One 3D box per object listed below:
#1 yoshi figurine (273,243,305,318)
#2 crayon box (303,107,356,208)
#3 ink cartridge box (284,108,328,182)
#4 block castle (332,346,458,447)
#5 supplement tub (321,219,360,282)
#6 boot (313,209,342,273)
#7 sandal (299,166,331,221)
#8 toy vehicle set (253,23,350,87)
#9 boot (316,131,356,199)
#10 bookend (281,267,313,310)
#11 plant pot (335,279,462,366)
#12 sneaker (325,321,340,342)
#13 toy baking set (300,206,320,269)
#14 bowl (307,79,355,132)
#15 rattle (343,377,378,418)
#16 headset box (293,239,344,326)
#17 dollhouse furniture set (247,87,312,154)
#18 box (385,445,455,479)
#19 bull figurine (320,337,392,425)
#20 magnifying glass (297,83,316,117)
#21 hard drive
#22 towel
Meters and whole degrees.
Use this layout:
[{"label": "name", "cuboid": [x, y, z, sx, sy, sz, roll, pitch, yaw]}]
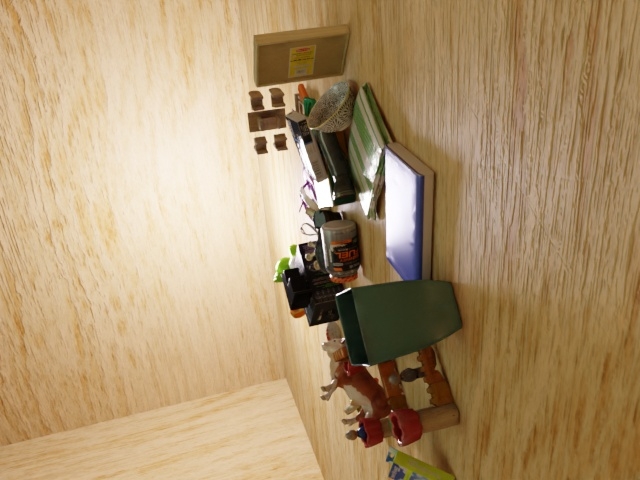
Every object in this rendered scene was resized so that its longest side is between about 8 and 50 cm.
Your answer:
[{"label": "yoshi figurine", "cuboid": [-0.105, 0.195, 2.729, 0.203, 0.203, 0.362, 86, 170, -56]}, {"label": "crayon box", "cuboid": [0.026, -0.272, 1.981, 0.203, 0.083, 0.322, -175, 74, -77]}, {"label": "ink cartridge box", "cuboid": [-0.051, -0.303, 1.913, 0.208, 0.045, 0.206, -128, 16, -65]}, {"label": "block castle", "cuboid": [0.168, 0.391, 1.625, 0.453, 0.213, 0.302, 114, 144, -69]}, {"label": "supplement tub", "cuboid": [0.068, 0.035, 1.980, 0.117, 0.117, 0.190, -136, 36, -69]}, {"label": "boot", "cuboid": [0.040, 0.000, 2.092, 0.082, 0.106, 0.219, 0, 96, 43]}, {"label": "sandal", "cuboid": [-0.029, -0.121, 2.303, 0.169, 0.102, 0.416, 106, 150, -64]}, {"label": "toy vehicle set", "cuboid": [-0.056, -0.519, 1.707, 0.166, 0.267, 0.035, 103, 152, -59]}, {"label": "boot", "cuboid": [0.046, -0.230, 1.793, 0.189, 0.076, 0.208, -80, -23, -81]}, {"label": "bookend", "cuboid": [-0.092, 0.162, 2.300, 0.156, 0.073, 0.157, 106, 151, -59]}, {"label": "plant pot", "cuboid": [0.177, 0.169, 1.341, 0.165, 0.235, 0.165, 135, 122, -75]}, {"label": "sneaker", "cuboid": [0.054, 0.411, 2.510, 0.065, 0.061, 0.157, 170, 90, -84]}, {"label": "toy baking set", "cuboid": [0.005, 0.001, 2.203, 0.197, 0.030, 0.256, -5, 95, 40]}, {"label": "bowl", "cuboid": [0.048, -0.369, 1.742, 0.170, 0.080, 0.170, -37, 33, 30]}, {"label": "rattle", "cuboid": [0.177, 0.572, 2.085, 0.199, 0.130, 0.142, -48, 61, 42]}, {"label": "headset box", "cuboid": [-0.006, 0.179, 2.399, 0.246, 0.131, 0.283, 102, 154, -60]}, {"label": "dollhouse furniture set", "cuboid": [-0.151, -0.458, 2.230, 0.161, 0.242, 0.212, -121, 24, -57]}, {"label": "box", "cuboid": [0.252, 0.611, 1.579, 0.109, 0.178, 0.042, 94, -157, -49]}, {"label": "bull figurine", "cuboid": [0.098, 0.453, 1.896, 0.310, 0.188, 0.101, 46, 150, 2]}, {"label": "magnifying glass", "cuboid": [-0.040, -0.430, 1.905, 0.231, 0.026, 0.092, -110, 22, -47]}, {"label": "hard drive", "cuboid": [0.209, -0.050, 1.456, 0.210, 0.040, 0.318, -121, 23, -58]}, {"label": "towel", "cuboid": [0.130, -0.237, 1.664, 0.324, 0.038, 0.247, 95, 161, -57]}]
